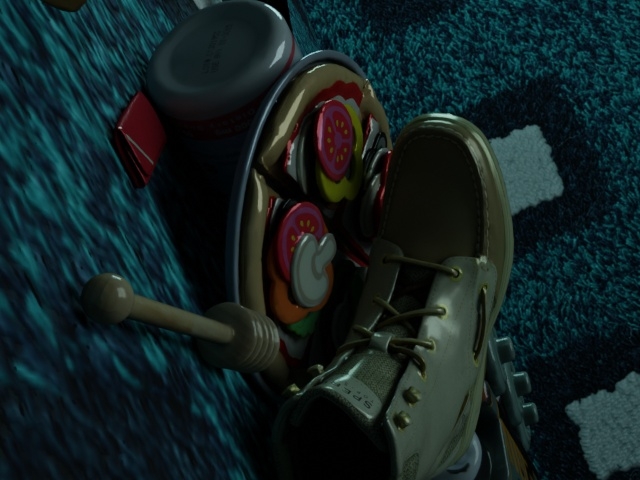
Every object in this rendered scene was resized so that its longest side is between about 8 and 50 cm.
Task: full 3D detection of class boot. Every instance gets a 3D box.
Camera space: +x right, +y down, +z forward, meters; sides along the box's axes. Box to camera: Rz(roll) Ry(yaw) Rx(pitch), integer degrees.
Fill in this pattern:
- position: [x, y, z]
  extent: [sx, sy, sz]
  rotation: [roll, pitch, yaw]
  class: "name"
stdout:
- position: [0.039, 0.047, 0.523]
  extent: [0.165, 0.077, 0.213]
  rotation: [-25, 122, -63]
  class: "boot"

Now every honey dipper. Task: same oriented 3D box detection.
- position: [-0.055, 0.032, 0.416]
  extent: [0.160, 0.030, 0.031]
  rotation: [39, 29, -70]
  class: "honey dipper"

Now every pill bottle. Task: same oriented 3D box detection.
- position: [-0.034, -0.059, 0.618]
  extent: [0.160, 0.087, 0.087]
  rotation: [60, 10, -47]
  class: "pill bottle"

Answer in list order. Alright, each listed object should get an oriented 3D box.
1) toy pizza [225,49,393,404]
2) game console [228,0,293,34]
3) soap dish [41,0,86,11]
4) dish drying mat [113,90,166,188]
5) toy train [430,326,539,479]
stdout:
- position: [0.008, -0.005, 0.575]
  extent: [0.201, 0.032, 0.201]
  rotation: [7, 90, -65]
  class: "toy pizza"
- position: [-0.071, -0.306, 0.995]
  extent: [0.213, 0.043, 0.362]
  rotation: [-86, 166, -69]
  class: "game console"
- position: [-0.133, -0.218, 0.238]
  extent: [0.229, 0.118, 0.291]
  rotation: [7, 60, -82]
  class: "soap dish"
- position: [-0.088, -0.052, 0.504]
  extent: [0.083, 0.008, 0.032]
  rotation: [-93, 159, -70]
  class: "dish drying mat"
- position: [0.139, 0.200, 0.957]
  extent: [0.334, 0.142, 0.190]
  rotation: [57, 22, -57]
  class: "toy train"
